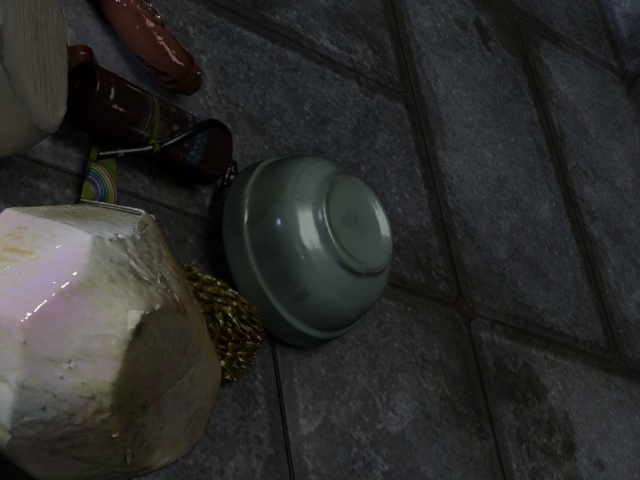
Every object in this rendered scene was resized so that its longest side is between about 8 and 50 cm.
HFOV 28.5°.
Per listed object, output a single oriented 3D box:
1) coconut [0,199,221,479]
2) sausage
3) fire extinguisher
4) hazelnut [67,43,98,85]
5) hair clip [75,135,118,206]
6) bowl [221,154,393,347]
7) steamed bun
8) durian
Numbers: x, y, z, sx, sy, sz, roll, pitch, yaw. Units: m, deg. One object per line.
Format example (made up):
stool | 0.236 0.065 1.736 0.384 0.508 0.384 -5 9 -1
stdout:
coconut | -0.283 0.115 1.459 0.353 0.353 0.352 30 42 -31
sausage | -0.300 -0.366 2.013 0.087 0.079 0.326 -29 84 -40
fire extinguisher | -0.233 -0.145 1.879 0.341 0.105 0.141 26 71 -44
hazelnut | -0.364 -0.251 1.851 0.086 0.086 0.086 30 42 -31
hair clip | -0.315 -0.092 1.807 0.060 0.033 0.188 31 41 -33
bowl | 0.000 0.000 1.946 0.307 0.163 0.307 28 50 -41
steamed bun | -0.464 -0.281 1.572 0.374 0.241 0.374 -11 90 -89
durian | -0.166 0.114 1.777 0.252 0.144 0.139 28 5 -23
